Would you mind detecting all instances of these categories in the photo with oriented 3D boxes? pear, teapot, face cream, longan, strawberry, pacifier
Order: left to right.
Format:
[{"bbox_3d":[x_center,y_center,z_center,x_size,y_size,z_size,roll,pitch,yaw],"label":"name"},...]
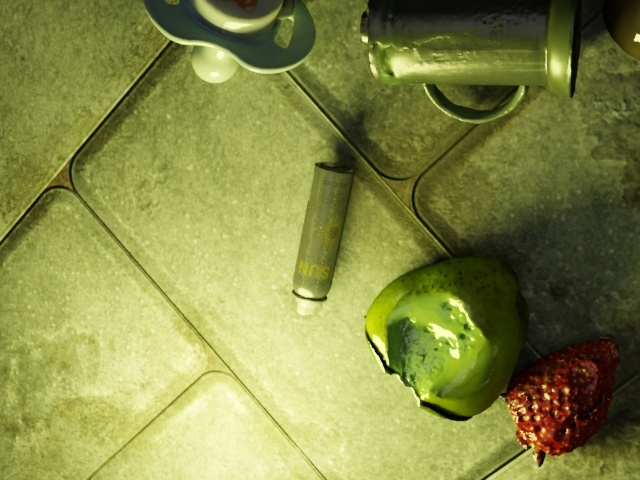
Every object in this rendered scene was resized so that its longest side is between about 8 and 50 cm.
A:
[{"bbox_3d":[-0.163,-0.371,1.418,0.299,0.244,0.233,21,141,-10],"label":"pacifier"},{"bbox_3d":[0.000,0.000,1.486,0.073,0.073,0.284,16,107,15],"label":"face cream"},{"bbox_3d":[0.238,0.149,1.398,0.292,0.159,0.293,3,100,16],"label":"pear"},{"bbox_3d":[0.233,-0.307,1.291,0.336,0.200,0.271,6,134,19],"label":"teapot"},{"bbox_3d":[0.426,0.275,1.391,0.228,0.098,0.174,-36,90,23],"label":"strawberry"},{"bbox_3d":[0.509,-0.354,1.197,0.184,0.159,0.205,1,65,31],"label":"longan"}]
